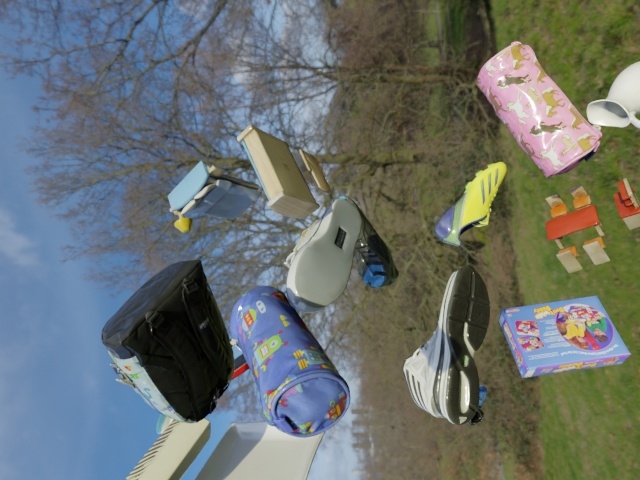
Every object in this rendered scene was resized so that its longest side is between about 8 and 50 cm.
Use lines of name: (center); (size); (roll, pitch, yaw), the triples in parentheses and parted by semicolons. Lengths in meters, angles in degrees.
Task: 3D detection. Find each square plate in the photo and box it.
square plate: (-0.174, 0.653, 1.377); (0.347, 0.344, 0.049); (-48, -53, -67)

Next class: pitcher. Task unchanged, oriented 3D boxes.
pitcher: (0.854, -0.380, 1.257); (0.178, 0.207, 0.125); (40, 165, 40)

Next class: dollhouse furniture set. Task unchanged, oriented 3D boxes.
dollhouse furniture set: (-0.160, -0.077, 1.152); (0.286, 0.303, 0.198); (13, -134, -55)
dollhouse furniture set: (0.813, -0.072, 1.426); (0.135, 0.259, 0.262); (41, -138, -27)

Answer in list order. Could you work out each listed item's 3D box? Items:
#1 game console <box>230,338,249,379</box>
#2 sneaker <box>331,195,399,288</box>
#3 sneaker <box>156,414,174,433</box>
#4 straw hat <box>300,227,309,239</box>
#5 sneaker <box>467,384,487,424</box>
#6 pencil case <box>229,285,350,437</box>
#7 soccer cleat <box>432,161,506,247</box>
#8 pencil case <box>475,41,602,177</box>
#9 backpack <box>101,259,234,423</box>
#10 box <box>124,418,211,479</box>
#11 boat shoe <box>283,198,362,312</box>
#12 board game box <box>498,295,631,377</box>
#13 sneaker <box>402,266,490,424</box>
game console: (-0.289, 0.442, 2.066); (0.060, 0.342, 0.386); (61, 174, -12)
sneaker: (0.140, 0.007, 1.569); (0.139, 0.125, 0.341); (3, -123, -56)
sneaker: (-0.439, 0.515, 1.522); (0.087, 0.092, 0.229); (-11, 54, 58)
straw hat: (0.000, 0.000, 1.730); (0.061, 0.144, 0.144); (-51, -34, -44)
sneaker: (0.576, 0.605, 1.729); (0.152, 0.058, 0.084); (-53, 2, -9)
pencil case: (-0.069, 0.189, 0.784); (0.119, 0.133, 0.306); (57, 172, -29)
soccer cleat: (0.439, -0.098, 1.323); (0.121, 0.289, 0.093); (40, 170, 27)
pencil case: (0.597, -0.365, 1.311); (0.386, 0.167, 0.160); (59, 171, 15)
backpack: (-0.349, 0.271, 1.150); (0.355, 0.273, 0.290); (61, -140, -25)
box: (-0.406, 0.587, 1.237); (0.275, 0.094, 0.113); (-52, -18, -45)
boat shoe: (-0.019, 0.047, 1.107); (0.136, 0.156, 0.367); (40, -141, -16)
board game box: (0.839, 0.332, 1.650); (0.078, 0.347, 0.233); (82, 180, -50)
sneaker: (0.353, 0.302, 1.441); (0.257, 0.169, 0.448); (-12, 64, 59)
